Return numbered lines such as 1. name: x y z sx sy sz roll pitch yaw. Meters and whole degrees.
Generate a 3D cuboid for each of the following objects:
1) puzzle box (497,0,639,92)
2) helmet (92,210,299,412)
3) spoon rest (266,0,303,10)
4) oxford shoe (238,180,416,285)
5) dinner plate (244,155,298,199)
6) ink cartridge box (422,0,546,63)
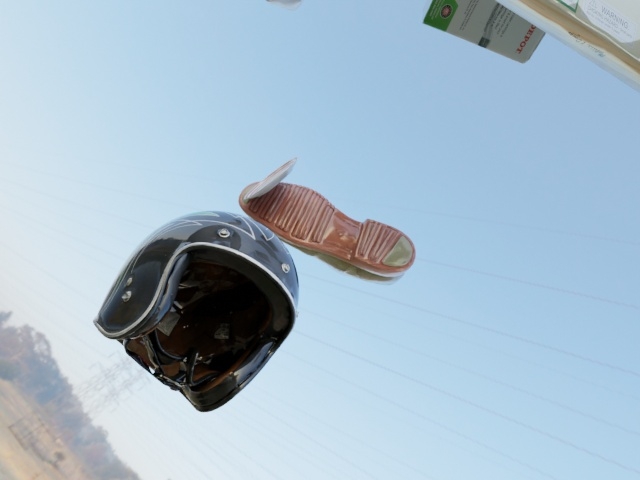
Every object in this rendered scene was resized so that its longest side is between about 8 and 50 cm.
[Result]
1. puzzle box: 0.400 -0.407 0.695 0.408 0.272 0.052 21 -9 -19
2. helmet: -0.103 0.052 0.447 0.169 0.161 0.169 34 -22 15
3. spoon rest: -0.038 -0.512 0.748 0.084 0.137 0.277 3 -88 53
4. oxford shoe: 0.000 0.000 1.053 0.396 0.141 0.147 26 -31 8
5. dinner plate: -0.097 -0.124 0.992 0.017 0.141 0.141 50 -34 -15
6. ink cartridge box: 0.308 -0.430 0.859 0.208 0.087 0.153 21 -49 -5
